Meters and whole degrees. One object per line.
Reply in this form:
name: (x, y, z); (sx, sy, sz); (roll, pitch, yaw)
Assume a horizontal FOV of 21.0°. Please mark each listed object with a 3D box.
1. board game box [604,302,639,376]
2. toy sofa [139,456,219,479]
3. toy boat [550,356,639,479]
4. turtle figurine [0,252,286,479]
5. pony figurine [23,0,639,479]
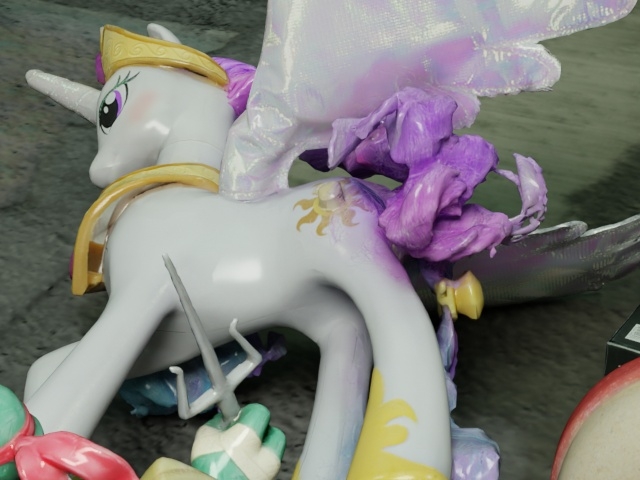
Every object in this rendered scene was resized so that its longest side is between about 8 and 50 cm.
board game box: (0.250, 0.037, 0.939); (0.126, 0.026, 0.186); (17, 35, 28)
toy sofa: (-0.011, 0.239, 0.425); (0.177, 0.150, 0.362); (27, 27, -15)
toy boat: (0.211, 0.108, 0.721); (0.231, 0.151, 0.151); (3, 16, 7)
turtle figurine: (-0.107, 0.116, 0.620); (0.175, 0.234, 0.118); (6, 29, 13)
pony figurine: (0.000, 0.000, 0.824); (0.350, 0.303, 0.363); (-5, 45, 11)
